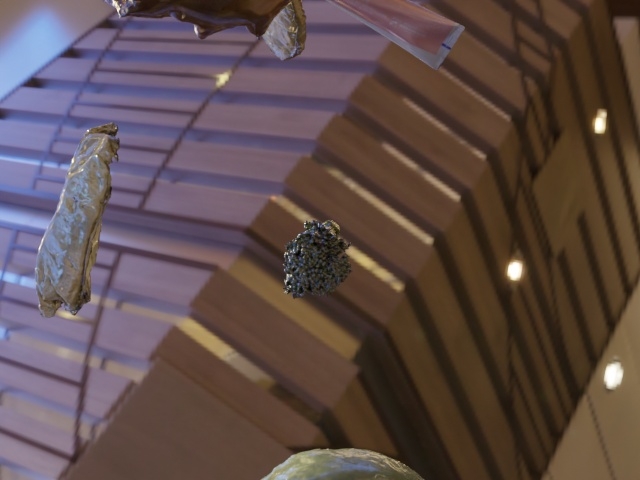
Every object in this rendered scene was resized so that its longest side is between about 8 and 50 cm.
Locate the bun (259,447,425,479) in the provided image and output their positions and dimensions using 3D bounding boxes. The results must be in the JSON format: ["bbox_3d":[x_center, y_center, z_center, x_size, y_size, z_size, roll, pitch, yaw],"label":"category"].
[{"bbox_3d":[0.005,0.240,0.755,0.195,0.118,0.195,-3,-85,-30],"label":"bun"}]

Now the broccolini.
[{"bbox_3d":[-0.002,0.001,1.009,0.067,0.058,0.216,-51,6,12],"label":"broccolini"}]

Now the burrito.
[{"bbox_3d":[-0.246,-0.011,1.099,0.058,0.063,0.229,-28,-35,-61],"label":"burrito"}]

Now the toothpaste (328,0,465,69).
[{"bbox_3d":[0.072,-0.276,1.278,0.067,0.195,0.043,-58,5,38],"label":"toothpaste"}]

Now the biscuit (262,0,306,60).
[{"bbox_3d":[-0.078,-0.360,1.486,0.038,0.141,0.289,-40,-54,-18],"label":"biscuit"}]

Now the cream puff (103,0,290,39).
[{"bbox_3d":[-0.113,-0.313,1.067,0.241,0.269,0.154,13,-123,-35],"label":"cream puff"}]
